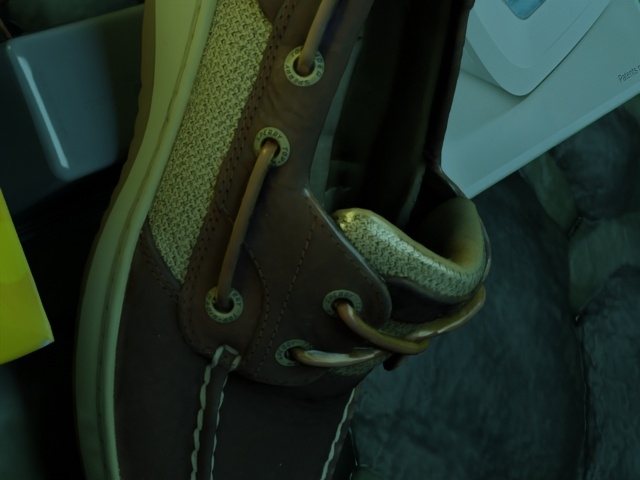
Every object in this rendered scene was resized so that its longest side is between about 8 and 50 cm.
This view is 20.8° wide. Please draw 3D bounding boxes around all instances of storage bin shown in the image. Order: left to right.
[{"bbox_3d":[-0.101,-0.056,0.682,0.135,0.091,0.098,-25,93,-48],"label":"storage bin"}]

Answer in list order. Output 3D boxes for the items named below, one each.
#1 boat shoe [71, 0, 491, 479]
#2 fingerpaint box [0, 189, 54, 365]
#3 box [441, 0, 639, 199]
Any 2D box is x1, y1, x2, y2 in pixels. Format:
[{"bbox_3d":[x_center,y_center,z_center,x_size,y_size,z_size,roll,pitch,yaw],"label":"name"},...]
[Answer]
[{"bbox_3d":[0.000,0.000,0.642,0.123,0.123,0.342,-11,116,-53],"label":"boat shoe"},{"bbox_3d":[-0.315,-0.117,0.431,0.371,0.163,0.445,-18,89,-48],"label":"fingerpaint box"},{"bbox_3d":[0.044,-0.146,0.840,0.262,0.127,0.231,-29,99,-46],"label":"box"}]
